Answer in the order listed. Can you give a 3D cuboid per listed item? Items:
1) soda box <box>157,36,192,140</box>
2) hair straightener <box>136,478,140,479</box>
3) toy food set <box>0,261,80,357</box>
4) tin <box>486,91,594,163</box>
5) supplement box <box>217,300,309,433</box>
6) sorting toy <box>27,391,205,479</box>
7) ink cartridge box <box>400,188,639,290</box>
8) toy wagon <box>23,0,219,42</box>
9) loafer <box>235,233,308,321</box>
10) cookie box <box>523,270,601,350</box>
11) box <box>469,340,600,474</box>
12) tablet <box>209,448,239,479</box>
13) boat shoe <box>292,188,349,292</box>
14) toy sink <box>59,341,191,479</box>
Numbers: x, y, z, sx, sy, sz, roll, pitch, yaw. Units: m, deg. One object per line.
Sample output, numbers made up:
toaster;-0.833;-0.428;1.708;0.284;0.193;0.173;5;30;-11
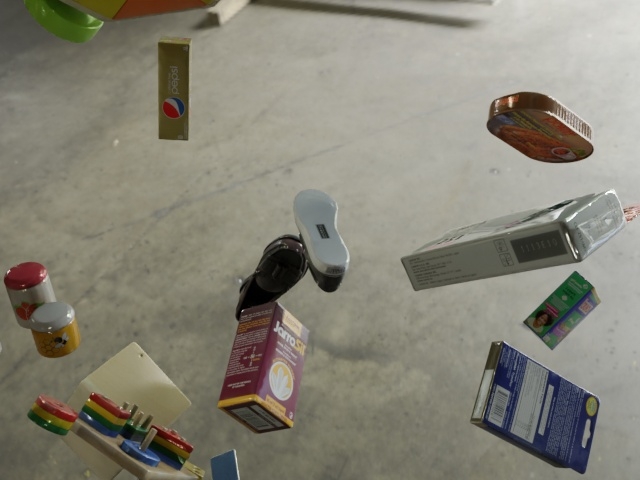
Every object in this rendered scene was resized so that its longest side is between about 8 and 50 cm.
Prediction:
soda box;-0.269;-0.280;1.345;0.058;0.181;0.061;2;24;-6
hair straightener;-0.293;0.436;1.234;0.047;0.231;0.088;0;73;67
toy food set;-0.339;0.050;0.655;0.233;0.104;0.111;-4;32;-1
tin;0.323;-0.163;1.061;0.106;0.190;0.040;-3;71;49
supplement box;-0.090;0.211;1.211;0.081;0.104;0.188;-17;44;31
sorting toy;-0.208;0.230;0.846;0.132;0.274;0.046;26;78;23
ink cartridge box;0.286;-0.015;0.996;0.239;0.060;0.275;-28;7;-38
toy wagon;-0.166;-0.252;0.390;0.267;0.345;0.068;-38;52;30
loafer;-0.112;0.098;1.638;0.109;0.302;0.095;31;51;-9
cookie box;0.360;0.105;1.079;0.107;0.092;0.040;-47;57;5
box;0.345;0.269;1.154;0.036;0.225;0.136;-24;40;60
tablet;-0.178;0.436;1.359;0.054;0.006;0.083;-24;48;8
boat shoe;0.000;0.000;1.233;0.080;0.076;0.228;-3;38;-16
toy sink;-0.355;0.310;1.299;0.153;0.234;0.131;46;46;4
